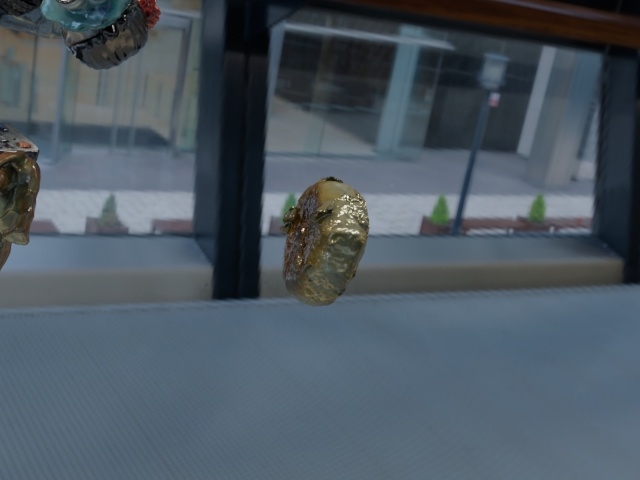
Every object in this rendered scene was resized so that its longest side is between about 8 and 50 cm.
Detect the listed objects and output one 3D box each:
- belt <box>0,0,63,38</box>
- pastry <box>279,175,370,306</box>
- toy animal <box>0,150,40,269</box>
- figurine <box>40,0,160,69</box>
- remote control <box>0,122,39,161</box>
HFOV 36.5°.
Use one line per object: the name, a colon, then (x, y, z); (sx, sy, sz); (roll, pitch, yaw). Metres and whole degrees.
belt: (-0.488, -0.440, 1.633); (0.164, 0.184, 0.289); (19, 10, 32)
pastry: (-0.002, 0.006, 1.856); (0.121, 0.257, 0.236); (17, 37, -19)
toy animal: (-0.448, -0.041, 1.334); (0.097, 0.312, 0.157); (22, 48, -22)
figurine: (-0.281, -0.299, 1.254); (0.138, 0.110, 0.245); (-21, -3, -4)
remote control: (-0.644, -0.142, 1.526); (0.399, 0.062, 0.144); (-4, 33, -45)
